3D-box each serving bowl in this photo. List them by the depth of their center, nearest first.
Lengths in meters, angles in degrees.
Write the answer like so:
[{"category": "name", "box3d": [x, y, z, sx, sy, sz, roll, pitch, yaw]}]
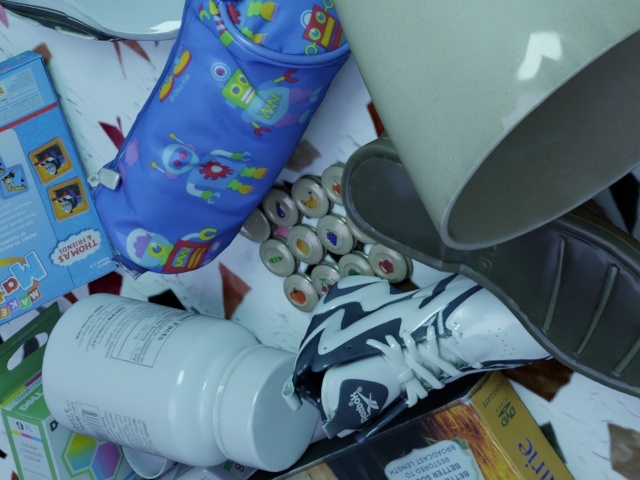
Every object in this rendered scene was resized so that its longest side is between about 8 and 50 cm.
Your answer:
[{"category": "serving bowl", "box3d": [-0.157, 0.181, 1.812, 0.083, 0.027, 0.083, 12, 106, 49]}]

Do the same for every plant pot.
[{"category": "plant pot", "box3d": [0.104, -0.178, 1.214, 0.274, 0.256, 0.256, 54, 140, 18]}]

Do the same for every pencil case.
[{"category": "pencil case", "box3d": [-0.083, -0.097, 1.487, 0.133, 0.119, 0.306, 11, 141, -22]}]

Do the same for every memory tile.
[{"category": "memory tile", "box3d": [0.000, 0.000, 1.573, 0.148, 0.012, 0.113, -21, 105, 46]}]

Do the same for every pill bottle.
[{"category": "pill bottle", "box3d": [-0.119, 0.127, 1.675, 0.229, 0.131, 0.131, 11, 125, 34]}]

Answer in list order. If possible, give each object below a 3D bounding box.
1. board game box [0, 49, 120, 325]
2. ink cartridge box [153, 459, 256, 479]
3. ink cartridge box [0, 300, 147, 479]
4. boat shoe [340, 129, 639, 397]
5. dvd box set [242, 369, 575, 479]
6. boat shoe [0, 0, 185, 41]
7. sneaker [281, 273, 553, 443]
[{"category": "board game box", "box3d": [-0.283, -0.037, 1.674, 0.039, 0.160, 0.211, 25, 137, 59]}, {"category": "ink cartridge box", "box3d": [-0.058, 0.290, 1.818, 0.224, 0.056, 0.181, 36, 139, -14]}, {"category": "ink cartridge box", "box3d": [-0.239, 0.176, 1.826, 0.062, 0.109, 0.209, 11, 125, 34]}, {"category": "boat shoe", "box3d": [0.167, -0.001, 1.372, 0.307, 0.104, 0.111, 34, 127, 18]}, {"category": "dvd box set", "box3d": [0.143, 0.333, 1.636, 0.307, 0.062, 0.420, -27, 100, 40]}, {"category": "boat shoe", "box3d": [-0.181, -0.199, 1.545, 0.219, 0.078, 0.070, 18, 164, 26]}, {"category": "sneaker", "box3d": [0.068, 0.098, 1.472, 0.235, 0.153, 0.094, 4, 132, 35]}]
